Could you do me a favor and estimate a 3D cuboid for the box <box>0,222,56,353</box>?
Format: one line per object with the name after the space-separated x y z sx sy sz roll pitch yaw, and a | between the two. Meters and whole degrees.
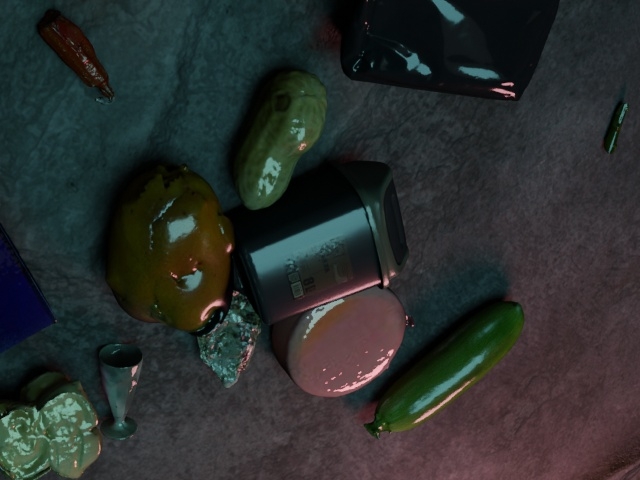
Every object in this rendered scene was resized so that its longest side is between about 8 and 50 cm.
-0.565 0.071 1.620 0.279 0.116 0.261 -30 128 -11 | box

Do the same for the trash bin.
0.000 0.000 1.877 0.290 0.182 0.209 -22 125 -12 | trash bin

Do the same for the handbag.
0.196 -0.366 1.734 0.302 0.177 0.275 8 130 -9 | handbag

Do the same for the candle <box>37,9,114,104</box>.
-0.337 -0.254 1.607 0.053 0.048 0.162 -32 129 5 | candle

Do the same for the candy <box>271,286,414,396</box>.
0.040 0.163 2.043 0.255 0.094 0.255 -15 123 -24 | candy

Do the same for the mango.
-0.235 0.015 1.757 0.201 0.153 0.287 -11 122 -30 | mango

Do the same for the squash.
0.251 0.253 2.217 0.395 0.107 0.107 -38 129 -6 | squash

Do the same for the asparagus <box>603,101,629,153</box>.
0.573 -0.220 2.192 0.025 0.021 0.108 -1 116 -35 | asparagus

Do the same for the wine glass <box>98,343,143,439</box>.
-0.334 0.254 1.886 0.073 0.073 0.155 -7 120 -28 | wine glass

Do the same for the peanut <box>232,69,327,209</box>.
-0.066 -0.156 1.781 0.236 0.120 0.110 -65 166 8 | peanut

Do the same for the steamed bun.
-0.445 0.305 1.831 0.178 0.106 0.192 -28 119 -10 | steamed bun

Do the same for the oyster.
-0.155 0.163 1.950 0.125 0.064 0.177 -29 126 -9 | oyster
